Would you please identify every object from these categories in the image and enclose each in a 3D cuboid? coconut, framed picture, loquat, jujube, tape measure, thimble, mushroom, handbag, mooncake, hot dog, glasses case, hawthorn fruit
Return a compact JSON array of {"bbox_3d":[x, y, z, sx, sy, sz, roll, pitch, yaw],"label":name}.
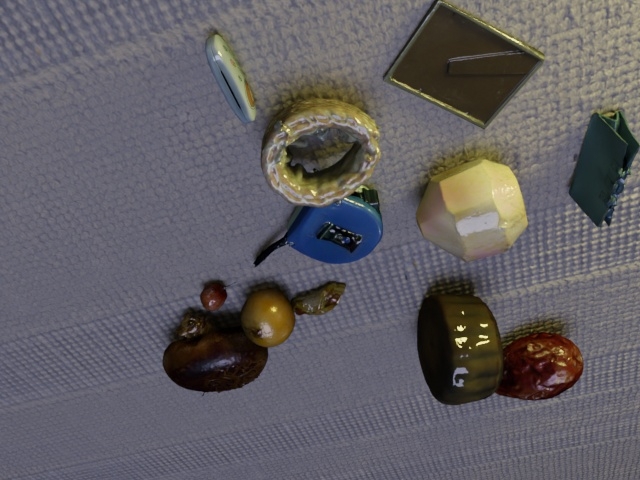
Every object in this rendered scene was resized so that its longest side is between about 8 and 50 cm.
[{"bbox_3d":[0.324,-0.055,1.372,0.236,0.197,0.237,-6,138,-5],"label":"coconut"},{"bbox_3d":[0.276,-0.331,1.212,0.259,0.023,0.189,18,131,-22],"label":"framed picture"},{"bbox_3d":[-0.136,0.200,1.625,0.137,0.163,0.163,-26,132,31],"label":"loquat"},{"bbox_3d":[0.623,0.374,1.838,0.197,0.197,0.290,26,143,-27],"label":"jujube"},{"bbox_3d":[0.000,0.000,1.474,0.215,0.098,0.351,20,132,-21],"label":"tape measure"},{"bbox_3d":[-0.003,-0.171,1.226,0.229,0.148,0.196,-1,112,-4],"label":"thimble"},{"bbox_3d":[-0.287,0.320,1.721,0.297,0.163,0.278,-22,133,19],"label":"mushroom"},{"bbox_3d":[0.602,-0.149,1.334,0.057,0.144,0.221,-3,134,-4],"label":"handbag"},{"bbox_3d":[0.366,0.281,1.648,0.161,0.290,0.290,-3,135,-8],"label":"mooncake"},{"bbox_3d":[-0.004,0.167,1.660,0.168,0.061,0.078,-24,133,19],"label":"hot dog"},{"bbox_3d":[-0.166,-0.299,1.176,0.045,0.067,0.178,-15,134,11],"label":"glasses case"},{"bbox_3d":[-0.261,0.134,1.607,0.103,0.067,0.067,-38,127,17],"label":"hawthorn fruit"}]
